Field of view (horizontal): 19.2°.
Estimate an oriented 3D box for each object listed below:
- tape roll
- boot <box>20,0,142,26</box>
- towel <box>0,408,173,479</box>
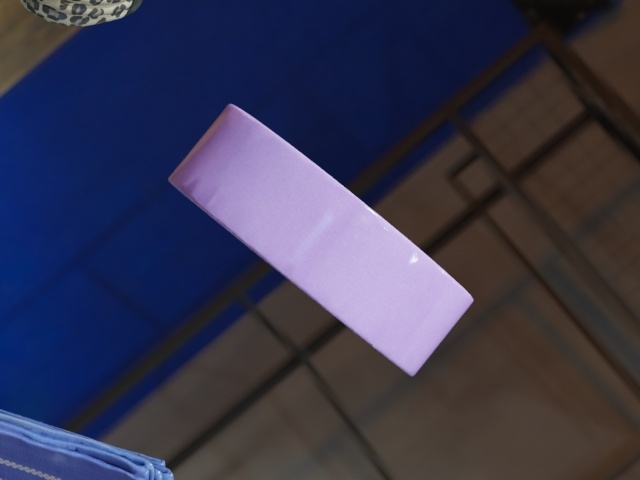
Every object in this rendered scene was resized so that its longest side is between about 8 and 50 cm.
[{"bbox_3d":[0.000,0.000,1.646,0.275,0.090,0.275,39,0,0],"label":"tape roll"},{"bbox_3d":[-0.101,-0.247,1.337,0.085,0.236,0.178,55,-38,18],"label":"boot"},{"bbox_3d":[-0.262,0.312,1.685,0.243,0.336,0.040,16,22,16],"label":"towel"}]
